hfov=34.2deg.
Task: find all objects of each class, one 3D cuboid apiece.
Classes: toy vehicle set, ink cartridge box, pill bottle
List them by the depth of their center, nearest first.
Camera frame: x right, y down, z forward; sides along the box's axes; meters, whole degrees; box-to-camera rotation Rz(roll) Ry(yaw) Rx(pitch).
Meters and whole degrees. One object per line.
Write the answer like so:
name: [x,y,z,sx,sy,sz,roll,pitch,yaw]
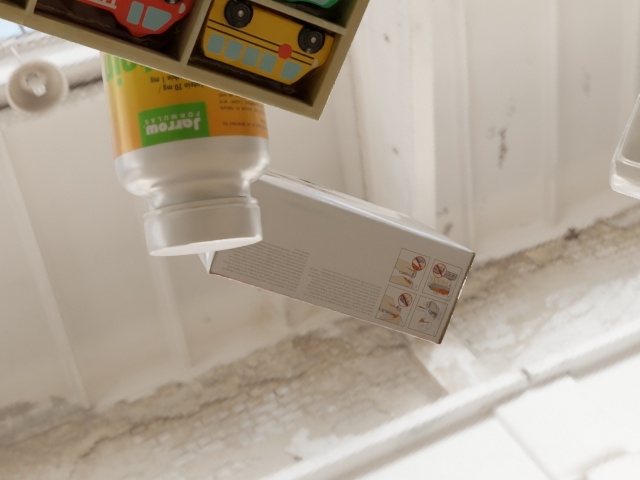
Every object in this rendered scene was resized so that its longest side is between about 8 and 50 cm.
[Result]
toy vehicle set: [-0.087,-0.178,0.533,0.267,0.035,0.166,14,-74,-29]
pill bottle: [-0.117,-0.115,0.910,0.136,0.136,0.246,-6,-95,-27]
ink cartridge box: [0.000,0.000,1.352,0.309,0.272,0.130,18,-83,-16]

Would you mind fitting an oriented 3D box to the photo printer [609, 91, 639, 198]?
photo printer: [0.431,-0.113,0.862,0.256,0.307,0.107,-67,-22,-9]
